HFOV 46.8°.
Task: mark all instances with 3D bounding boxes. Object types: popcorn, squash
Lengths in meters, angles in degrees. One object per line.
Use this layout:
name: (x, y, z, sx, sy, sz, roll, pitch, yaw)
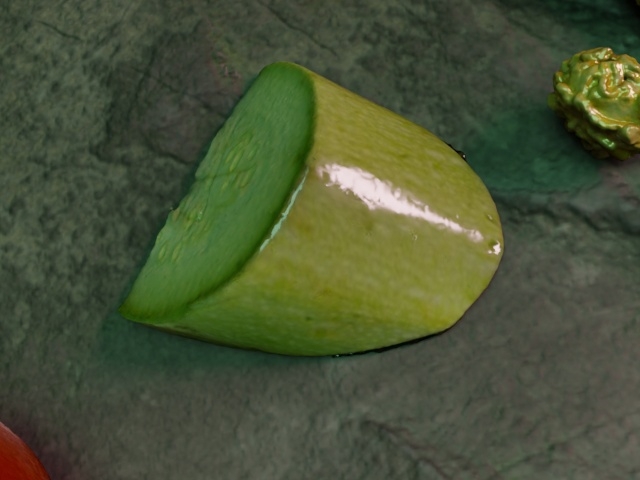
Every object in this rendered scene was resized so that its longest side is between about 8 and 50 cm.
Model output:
popcorn: (0.195, -0.093, 0.505, 0.082, 0.083, 0.057, 38, 90, -12)
squash: (0.000, 0.000, 0.553, 0.204, 0.155, 0.237, 17, 78, 54)

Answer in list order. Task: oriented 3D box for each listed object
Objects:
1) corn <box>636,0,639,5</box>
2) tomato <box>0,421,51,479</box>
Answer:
corn: (0.259, -0.195, 0.525, 0.085, 0.063, 0.165, -28, 72, -6)
tomato: (-0.259, 0.215, 0.388, 0.170, 0.308, 0.309, -22, 63, 52)
